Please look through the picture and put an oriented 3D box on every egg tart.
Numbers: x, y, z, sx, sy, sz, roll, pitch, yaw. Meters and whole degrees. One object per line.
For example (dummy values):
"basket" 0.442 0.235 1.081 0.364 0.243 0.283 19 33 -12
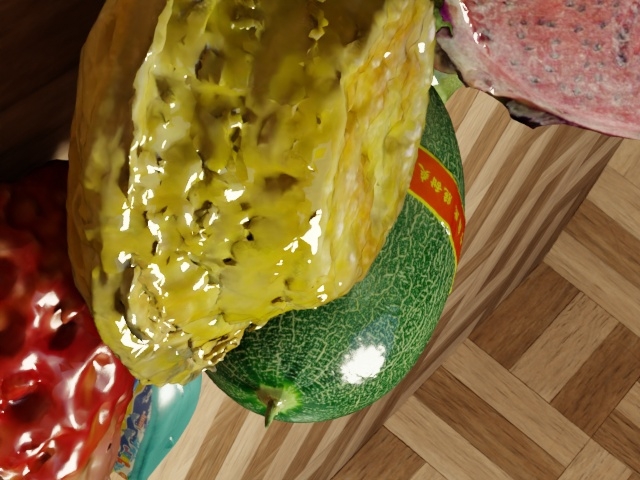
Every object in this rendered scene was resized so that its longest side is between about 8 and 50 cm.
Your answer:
"egg tart" -0.021 -0.062 0.775 0.294 0.123 0.294 13 90 -75

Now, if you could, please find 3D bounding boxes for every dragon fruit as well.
"dragon fruit" 0.237 -0.249 1.101 0.296 0.314 0.263 76 31 -43

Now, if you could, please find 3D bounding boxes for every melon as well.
"melon" 0.000 0.000 1.004 0.182 0.182 0.288 111 -2 -57

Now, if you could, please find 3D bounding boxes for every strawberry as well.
"strawberry" -0.180 0.115 0.856 0.265 0.149 0.336 -31 156 -55

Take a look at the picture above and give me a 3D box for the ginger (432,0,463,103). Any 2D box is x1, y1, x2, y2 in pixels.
"ginger" 0.133 -0.182 1.277 0.290 0.089 0.137 -42 173 -44

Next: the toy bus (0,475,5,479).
"toy bus" -0.268 0.225 0.565 0.427 0.203 0.233 -11 134 -53

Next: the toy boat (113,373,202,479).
"toy boat" -0.135 0.086 1.019 0.091 0.110 0.175 -51 172 -30
